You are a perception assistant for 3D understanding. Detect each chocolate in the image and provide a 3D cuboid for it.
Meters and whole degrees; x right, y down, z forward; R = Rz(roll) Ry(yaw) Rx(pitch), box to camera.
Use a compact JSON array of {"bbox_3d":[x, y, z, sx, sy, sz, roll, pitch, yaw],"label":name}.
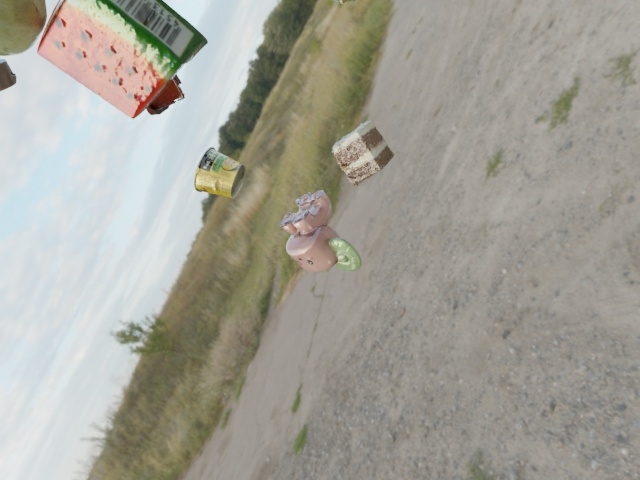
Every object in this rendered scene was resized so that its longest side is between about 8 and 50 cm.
[{"bbox_3d":[-0.567,-0.554,1.389,0.341,0.360,0.162,-28,39,38],"label":"chocolate"}]

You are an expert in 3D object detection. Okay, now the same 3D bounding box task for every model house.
[{"bbox_3d":[-0.648,-0.648,1.907,0.159,0.196,0.254,-24,50,3],"label":"model house"}]

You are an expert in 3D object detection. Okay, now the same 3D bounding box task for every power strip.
[{"bbox_3d":[-1.048,-0.514,1.549,0.154,0.154,0.078,-82,-18,-54],"label":"power strip"}]

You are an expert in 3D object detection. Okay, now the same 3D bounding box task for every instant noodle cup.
[{"bbox_3d":[-0.310,-0.206,1.545,0.151,0.122,0.152,18,-90,-85],"label":"instant noodle cup"}]

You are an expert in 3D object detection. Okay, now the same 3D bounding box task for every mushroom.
[{"bbox_3d":[-0.951,-0.714,1.403,0.352,0.352,0.260,-56,11,35],"label":"mushroom"}]

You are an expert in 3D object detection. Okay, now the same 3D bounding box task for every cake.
[{"bbox_3d":[0.129,-0.275,1.539,0.135,0.147,0.134,-27,16,40],"label":"cake"}]

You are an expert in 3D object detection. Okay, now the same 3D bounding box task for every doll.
[{"bbox_3d":[0.000,0.000,1.664,0.284,0.268,0.216,-4,42,49],"label":"doll"}]

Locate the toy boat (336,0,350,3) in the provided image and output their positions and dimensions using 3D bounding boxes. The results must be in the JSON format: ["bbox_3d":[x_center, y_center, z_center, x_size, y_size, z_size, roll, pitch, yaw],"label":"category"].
[{"bbox_3d":[0.018,-1.048,2.012,0.109,0.292,0.099,-59,-28,-1],"label":"toy boat"}]
